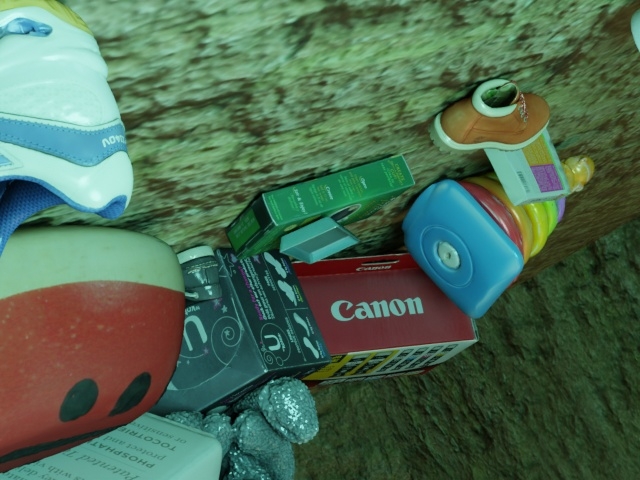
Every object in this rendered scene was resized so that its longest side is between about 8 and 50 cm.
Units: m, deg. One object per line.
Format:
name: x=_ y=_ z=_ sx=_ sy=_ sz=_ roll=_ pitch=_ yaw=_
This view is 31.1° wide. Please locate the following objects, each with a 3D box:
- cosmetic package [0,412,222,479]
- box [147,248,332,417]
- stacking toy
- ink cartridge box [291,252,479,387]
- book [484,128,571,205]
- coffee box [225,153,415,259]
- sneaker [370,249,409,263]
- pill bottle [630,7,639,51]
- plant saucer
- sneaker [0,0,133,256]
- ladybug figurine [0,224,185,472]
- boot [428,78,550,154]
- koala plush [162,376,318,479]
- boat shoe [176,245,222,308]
cosmetic package: x=-0.341 y=0.361 z=1.120 sx=0.328 sy=0.329 sz=0.394 roll=15 pitch=-159 yaw=21
box: x=-0.142 y=0.131 z=1.396 sx=0.247 sy=0.163 sz=0.142 roll=-31 pitch=164 yaw=28
stacking toy: x=0.272 y=-0.048 z=1.567 sx=0.302 sy=0.165 sz=0.175 roll=-32 pitch=164 yaw=-30
ink cartridge box: x=0.059 y=0.122 z=1.703 sx=0.310 sy=0.130 sz=0.272 roll=-4 pitch=160 yaw=-23
book: x=0.249 y=-0.091 z=1.382 sx=0.035 sy=0.096 sz=0.144 roll=-31 pitch=167 yaw=31
coffee box: x=-0.001 y=-0.036 z=1.239 sx=0.184 sy=0.040 sz=0.113 roll=-18 pitch=169 yaw=-30
sneaker: x=0.103 y=0.060 z=1.869 sx=0.170 sy=0.063 sz=0.075 roll=-23 pitch=170 yaw=16
pill bottle: x=0.374 y=-0.220 z=1.018 sx=0.112 sy=0.112 sz=0.187 roll=-14 pitch=165 yaw=-46
plant saucer: x=0.000 y=0.000 z=1.262 sx=0.067 sy=0.018 sz=0.192 roll=-24 pitch=171 yaw=6
sneaker: x=-0.240 y=-0.013 z=0.601 sx=0.297 sy=0.131 sz=0.112 roll=-25 pitch=171 yaw=8
ladybug figurine: x=-0.272 y=0.108 z=1.006 sx=0.305 sy=0.161 sz=0.449 roll=-31 pitch=168 yaw=28
boot: x=0.194 y=-0.133 z=1.182 sx=0.158 sy=0.059 sz=0.084 roll=-15 pitch=160 yaw=-38
koala plush: x=-0.083 y=0.302 z=1.321 sx=0.196 sy=0.221 sz=0.203 roll=-16 pitch=162 yaw=-18
boat shoe: x=-0.188 y=0.077 z=1.296 sx=0.206 sy=0.065 sz=0.075 roll=-32 pitch=167 yaw=34
